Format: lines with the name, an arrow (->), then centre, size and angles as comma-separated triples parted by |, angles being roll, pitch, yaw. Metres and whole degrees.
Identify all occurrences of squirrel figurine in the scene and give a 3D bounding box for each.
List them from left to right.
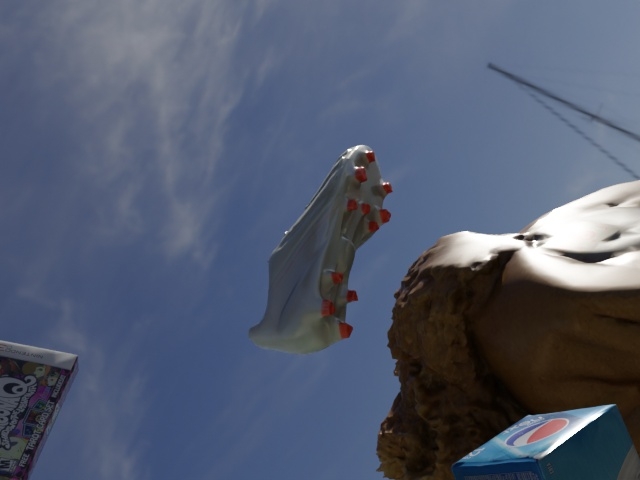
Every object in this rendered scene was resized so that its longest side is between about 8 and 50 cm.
squirrel figurine -> 0.255, 0.168, 0.875 | 0.281, 0.397, 0.370 | -57, -46, -63

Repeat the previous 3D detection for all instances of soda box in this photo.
soda box -> 0.151, 0.197, 0.464 | 0.071, 0.210, 0.067 | -21, -2, -37

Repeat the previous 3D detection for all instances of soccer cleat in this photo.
soccer cleat -> 0.000, 0.000, 0.674 | 0.068, 0.076, 0.196 | 57, -142, -37

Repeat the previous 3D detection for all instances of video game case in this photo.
video game case -> -0.483, 0.237, 1.269 | 0.232, 0.210, 0.042 | -78, -1, -51
